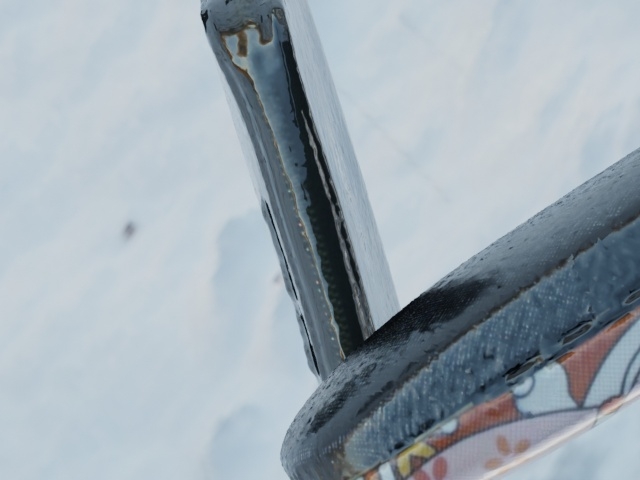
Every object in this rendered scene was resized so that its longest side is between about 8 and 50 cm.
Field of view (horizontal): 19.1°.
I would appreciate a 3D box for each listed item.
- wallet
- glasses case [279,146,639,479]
[{"bbox_3d":[0.000,0.000,0.747,0.044,0.149,0.250,-16,109,3],"label":"wallet"},{"bbox_3d":[0.104,0.010,0.628,0.266,0.067,0.103,-33,-175,5],"label":"glasses case"}]
